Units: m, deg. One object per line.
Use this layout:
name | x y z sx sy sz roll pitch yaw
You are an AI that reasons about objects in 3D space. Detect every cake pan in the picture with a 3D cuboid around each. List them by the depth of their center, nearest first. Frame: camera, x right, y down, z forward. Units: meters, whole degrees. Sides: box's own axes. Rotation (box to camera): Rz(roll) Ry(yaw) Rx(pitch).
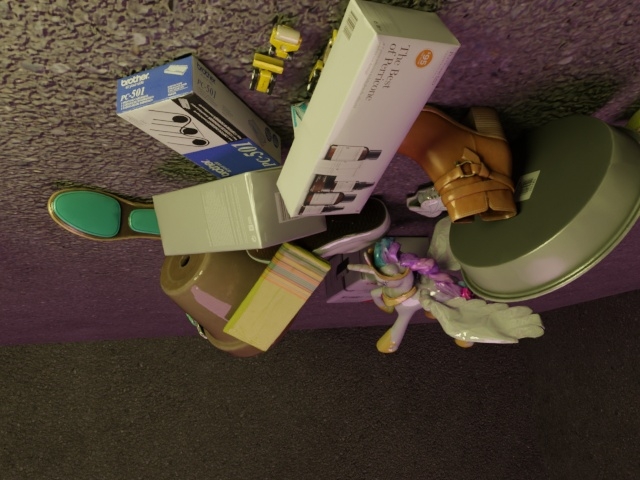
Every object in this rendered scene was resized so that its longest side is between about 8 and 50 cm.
cake pan | 0.288 -0.053 0.707 0.054 0.293 0.293 37 147 -18

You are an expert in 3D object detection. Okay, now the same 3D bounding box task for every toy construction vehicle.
toy construction vehicle | -0.024 -0.185 0.534 0.086 0.035 0.098 10 158 -12

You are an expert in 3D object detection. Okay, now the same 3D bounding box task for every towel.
towel | -0.085 0.109 1.001 0.102 0.021 0.237 30 112 -15

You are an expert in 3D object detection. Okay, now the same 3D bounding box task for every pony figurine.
pony figurine | 0.251 0.110 1.089 0.351 0.303 0.363 -6 145 10

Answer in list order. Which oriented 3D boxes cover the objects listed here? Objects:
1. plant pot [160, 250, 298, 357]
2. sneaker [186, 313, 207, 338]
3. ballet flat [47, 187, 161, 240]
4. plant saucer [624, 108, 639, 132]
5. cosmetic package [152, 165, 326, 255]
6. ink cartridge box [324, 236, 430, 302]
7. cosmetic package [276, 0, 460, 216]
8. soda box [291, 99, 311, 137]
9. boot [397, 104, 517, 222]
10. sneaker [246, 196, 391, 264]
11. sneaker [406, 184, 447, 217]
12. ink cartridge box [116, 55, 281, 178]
plant pot | -0.204 0.088 1.107 0.263 0.263 0.229 -17 142 34
sneaker | -0.331 0.180 1.426 0.158 0.182 0.410 0 164 -18
ballet flat | -0.340 -0.034 0.876 0.232 0.080 0.073 12 172 -43
plant saucer | 0.515 -0.183 0.683 0.188 0.045 0.188 -5 165 -2
cosmetic package | -0.121 -0.040 0.743 0.238 0.107 0.127 -1 -169 42
ink cartridge box | 0.143 0.081 1.357 0.197 0.114 0.273 1 163 -18
cosmetic package | 0.039 -0.122 0.552 0.099 0.060 0.239 -7 145 -29
soda box | 0.023 -0.122 0.701 0.058 0.063 0.183 -12 162 17
boot | 0.156 -0.094 0.678 0.197 0.152 0.073 -6 164 0
sneaker | 0.000 0.000 1.040 0.290 0.106 0.123 -10 161 12
sneaker | 0.212 -0.077 0.941 0.061 0.054 0.152 5 162 -24
ink cartridge box | -0.134 -0.137 0.630 0.097 0.046 0.207 -9 164 19
